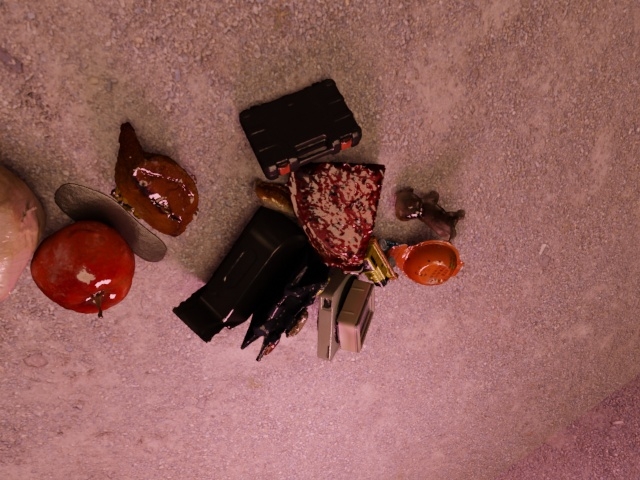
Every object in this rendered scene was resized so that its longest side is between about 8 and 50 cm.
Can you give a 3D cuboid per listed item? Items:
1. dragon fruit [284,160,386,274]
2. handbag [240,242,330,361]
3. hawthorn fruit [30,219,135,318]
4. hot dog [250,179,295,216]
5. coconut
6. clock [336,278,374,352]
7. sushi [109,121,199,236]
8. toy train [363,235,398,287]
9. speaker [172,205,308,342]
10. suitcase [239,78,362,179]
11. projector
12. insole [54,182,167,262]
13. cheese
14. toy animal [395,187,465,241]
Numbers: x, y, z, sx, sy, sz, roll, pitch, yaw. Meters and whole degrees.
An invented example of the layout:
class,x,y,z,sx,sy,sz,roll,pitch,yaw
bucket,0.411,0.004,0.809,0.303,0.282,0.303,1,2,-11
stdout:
class,x,y,z,sx,sy,sz,roll,pitch,yaw
dragon fruit,0.044,-0.081,1.256,0.285,0.228,0.330,2,107,1
handbag,-0.090,0.175,1.234,0.121,0.329,0.303,37,100,-6
hawthorn fruit,-0.578,0.091,1.051,0.241,0.271,0.242,-27,142,-24
hot dog,-0.117,-0.122,1.229,0.192,0.099,0.053,22,135,-31
coconut,-0.817,-0.017,0.871,0.404,0.405,0.405,-8,117,-16
clock,0.116,0.239,1.333,0.071,0.192,0.147,10,133,19
sushi,-0.433,-0.138,1.082,0.167,0.179,0.296,-55,138,-16
toy train,0.176,0.074,1.360,0.089,0.127,0.219,-12,123,36
speaker,-0.225,0.088,1.203,0.180,0.184,0.388,38,99,9
suitcase,-0.053,-0.301,1.118,0.285,0.207,0.066,-24,164,-8
projector,0.055,0.220,1.382,0.079,0.259,0.258,12,116,20
insole,-0.567,-0.043,1.153,0.111,0.007,0.327,-45,121,6
cheese,0.340,0.068,1.454,0.328,0.129,0.217,12,129,-10
toy animal,0.358,-0.084,1.379,0.168,0.233,0.121,-24,144,-55
